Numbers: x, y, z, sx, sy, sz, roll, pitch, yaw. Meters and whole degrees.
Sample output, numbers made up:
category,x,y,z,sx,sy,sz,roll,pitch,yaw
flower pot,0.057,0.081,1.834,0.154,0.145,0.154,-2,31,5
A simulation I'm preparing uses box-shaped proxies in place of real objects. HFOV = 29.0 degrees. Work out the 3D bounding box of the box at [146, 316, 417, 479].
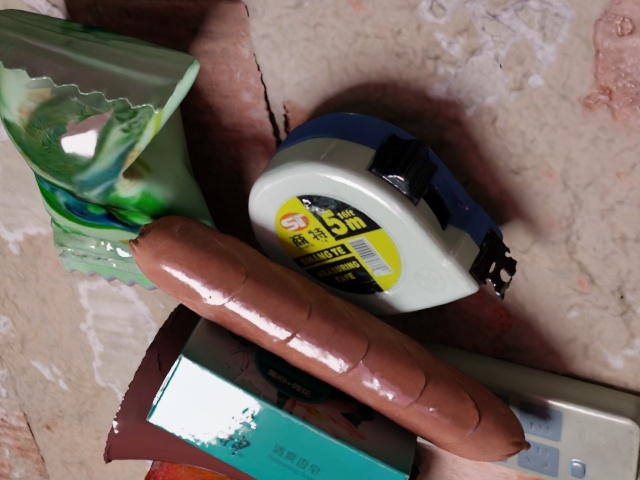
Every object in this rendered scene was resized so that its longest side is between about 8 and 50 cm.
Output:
category,x,y,z,sx,sy,sz,roll,pitch,yaw
box,-0.027,0.161,1.212,0.245,0.153,0.092,27,117,-3

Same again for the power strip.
category,x,y,z,sx,sy,sz,roll,pitch,yaw
power strip,0.208,0.183,1.256,0.270,0.046,0.118,13,128,23

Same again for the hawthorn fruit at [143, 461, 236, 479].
category,x,y,z,sx,sy,sz,roll,pitch,yaw
hawthorn fruit,-0.131,0.319,1.486,0.173,0.173,0.173,16,129,21

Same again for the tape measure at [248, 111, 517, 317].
category,x,y,z,sx,sy,sz,roll,pitch,yaw
tape measure,0.000,0.000,1.215,0.351,0.098,0.215,-20,119,45

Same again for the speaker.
category,x,y,z,sx,sy,sz,roll,pitch,yaw
speaker,-0.057,0.205,1.327,0.329,0.198,0.259,23,160,10

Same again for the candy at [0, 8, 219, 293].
category,x,y,z,sx,sy,sz,roll,pitch,yaw
candy,-0.205,-0.065,1.255,0.263,0.172,0.398,19,143,24

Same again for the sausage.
category,x,y,z,sx,sy,sz,roll,pitch,yaw
sausage,0.014,0.096,1.170,0.433,0.088,0.088,29,134,-2
